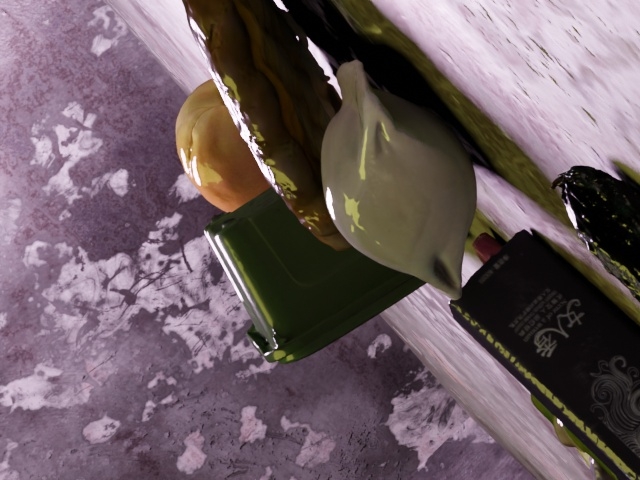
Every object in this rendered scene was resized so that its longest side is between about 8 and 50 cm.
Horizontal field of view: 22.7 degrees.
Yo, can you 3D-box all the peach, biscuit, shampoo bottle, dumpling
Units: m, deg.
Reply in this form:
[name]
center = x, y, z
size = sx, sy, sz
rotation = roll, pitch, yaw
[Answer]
[peach]
center = -0.100, -0.124, 2.075
size = 0.184, 0.184, 0.184
rotation = 46, 177, 3
[biscuit]
center = -0.049, -0.152, 1.431
size = 0.335, 0.078, 0.329
rotation = 61, -170, -26
[shampoo bottle]
center = 0.247, 0.127, 1.327
size = 0.309, 0.098, 0.071
rotation = 44, 172, 24
[dumpling]
center = 0.057, -0.053, 1.324
size = 0.151, 0.124, 0.229
rotation = 42, 154, 60

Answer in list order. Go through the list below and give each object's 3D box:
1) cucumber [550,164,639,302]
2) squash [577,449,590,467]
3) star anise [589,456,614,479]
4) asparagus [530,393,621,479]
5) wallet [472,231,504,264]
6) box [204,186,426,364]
[cucumber]
center = 0.207, 0.019, 0.959
size = 0.181, 0.053, 0.053
rotation = 46, 177, 19
[squash]
center = 0.423, 0.329, 2.073
size = 0.252, 0.049, 0.252
rotation = 48, 177, 3
[star anise]
center = 0.365, 0.331, 1.568
size = 0.316, 0.139, 0.359
rotation = 44, -167, 6
[asparagus]
center = 0.253, 0.166, 1.460
size = 0.060, 0.067, 0.277
rotation = 60, 175, -13
[wallet]
center = 0.242, 0.085, 1.533
size = 0.232, 0.025, 0.119
rotation = 43, 175, 32
[box]
center = 0.000, 0.000, 1.811
size = 0.178, 0.252, 0.328
rotation = 60, 174, -7
